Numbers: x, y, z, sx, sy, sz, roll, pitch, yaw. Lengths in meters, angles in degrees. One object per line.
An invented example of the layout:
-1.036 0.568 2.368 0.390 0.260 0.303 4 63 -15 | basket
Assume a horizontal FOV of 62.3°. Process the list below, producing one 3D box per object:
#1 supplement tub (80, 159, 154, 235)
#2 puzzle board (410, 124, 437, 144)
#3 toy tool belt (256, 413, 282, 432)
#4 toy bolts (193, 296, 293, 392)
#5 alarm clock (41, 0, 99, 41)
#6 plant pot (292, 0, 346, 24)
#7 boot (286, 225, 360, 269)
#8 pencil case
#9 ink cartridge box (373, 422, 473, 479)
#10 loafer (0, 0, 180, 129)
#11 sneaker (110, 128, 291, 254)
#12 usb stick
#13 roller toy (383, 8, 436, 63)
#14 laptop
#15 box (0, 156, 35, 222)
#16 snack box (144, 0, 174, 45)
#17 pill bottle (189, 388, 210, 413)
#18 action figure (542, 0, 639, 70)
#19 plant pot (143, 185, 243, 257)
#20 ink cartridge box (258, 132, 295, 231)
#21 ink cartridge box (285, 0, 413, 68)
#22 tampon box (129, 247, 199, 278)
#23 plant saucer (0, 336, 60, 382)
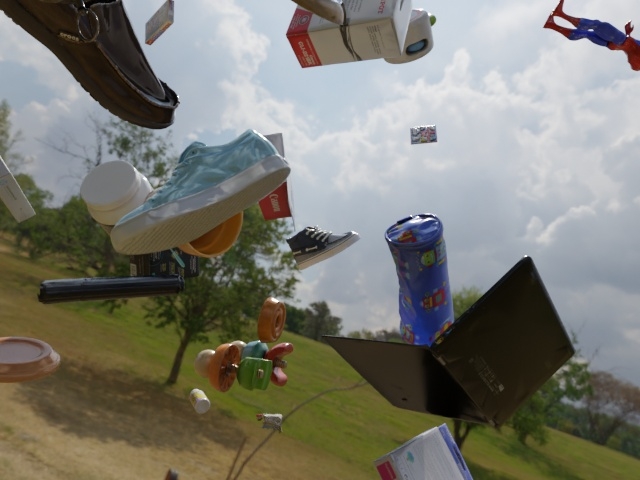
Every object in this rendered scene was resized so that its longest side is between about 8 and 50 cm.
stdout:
-0.585 -0.094 1.622 0.191 0.191 0.272 16 -28 19 | supplement tub
0.381 -0.393 1.961 0.096 0.128 0.011 -3 -52 11 | puzzle board
-0.150 0.534 1.542 0.083 0.051 0.052 -5 -9 20 | toy tool belt
-0.167 0.236 1.200 0.158 0.218 0.228 8 -16 17 | toy bolts
-0.314 -0.342 0.652 0.129 0.192 0.064 -11 10 27 | alarm clock
-0.044 -0.501 1.031 0.236 0.236 0.032 27 -60 -17 | plant pot
0.000 0.000 1.226 0.190 0.069 0.086 -27 -87 35 | boot
0.212 0.089 1.125 0.133 0.119 0.306 -125 -163 -55 | pencil case
0.257 0.557 1.244 0.065 0.186 0.311 -38 -23 29 | ink cartridge box
-0.350 -0.323 0.837 0.366 0.130 0.134 43 19 -40 | loafer
-0.243 -0.102 1.012 0.150 0.365 0.135 53 -28 14 | sneaker
-0.425 0.097 1.090 0.277 0.045 0.077 -2 4 -26 | usb stick
0.302 -0.722 1.896 0.209 0.191 0.146 3 -48 31 | roller toy
0.295 0.233 1.184 0.382 0.408 0.236 49 -3 -38 | laptop
-0.598 -0.142 0.963 0.186 0.038 0.145 52 -24 16 | box
-0.465 -0.624 1.523 0.022 0.064 0.178 3 -6 -38 | snack box
-0.343 0.451 1.495 0.043 0.043 0.083 28 -4 -30 | pill bottle
0.651 -0.469 1.151 0.280 0.139 0.091 31 -2 5 | action figure
-0.328 -0.068 1.307 0.187 0.205 0.205 5 -20 36 | plant pot
-0.175 -0.200 1.977 0.130 0.272 0.309 -7 -22 0 | ink cartridge box
0.077 -0.548 1.312 0.272 0.197 0.114 1 -31 25 | ink cartridge box
-0.433 0.048 1.474 0.101 0.121 0.161 8 10 40 | tampon box
-0.710 0.269 1.226 0.199 0.037 0.200 12 9 -2 | plant saucer
